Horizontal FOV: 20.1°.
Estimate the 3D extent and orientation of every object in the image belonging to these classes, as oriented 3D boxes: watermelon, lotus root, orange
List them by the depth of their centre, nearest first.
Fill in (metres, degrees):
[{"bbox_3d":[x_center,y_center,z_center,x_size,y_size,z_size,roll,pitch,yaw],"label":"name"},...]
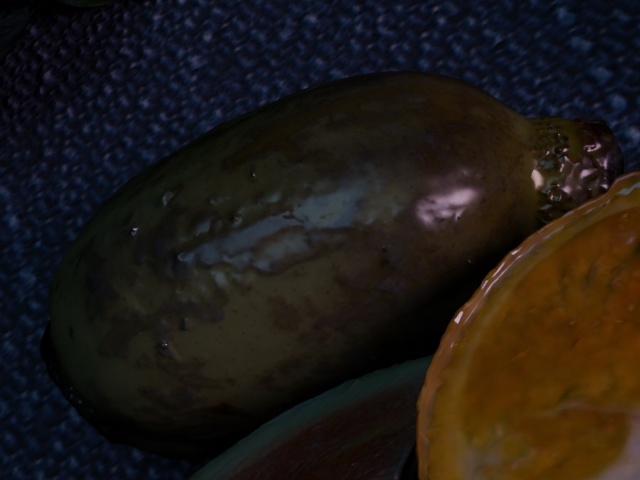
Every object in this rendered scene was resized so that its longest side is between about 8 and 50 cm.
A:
[{"bbox_3d":[0.161,0.120,0.677,0.274,0.310,0.274,1,102,5],"label":"orange"},{"bbox_3d":[0.021,0.148,0.785,0.207,0.136,0.202,-50,24,-6],"label":"watermelon"},{"bbox_3d":[0.000,0.000,0.904,0.309,0.173,0.173,-25,54,13],"label":"lotus root"}]

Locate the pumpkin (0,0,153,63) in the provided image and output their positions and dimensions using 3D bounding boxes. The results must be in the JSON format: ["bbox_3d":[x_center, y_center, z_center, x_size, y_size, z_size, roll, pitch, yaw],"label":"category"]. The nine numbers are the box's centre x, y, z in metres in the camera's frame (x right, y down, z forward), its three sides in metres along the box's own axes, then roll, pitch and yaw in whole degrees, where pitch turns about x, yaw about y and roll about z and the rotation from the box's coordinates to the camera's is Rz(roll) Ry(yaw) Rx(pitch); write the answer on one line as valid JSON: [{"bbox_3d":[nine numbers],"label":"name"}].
[{"bbox_3d":[-0.214,-0.195,1.113,0.248,0.248,0.248,-14,57,22],"label":"pumpkin"}]
